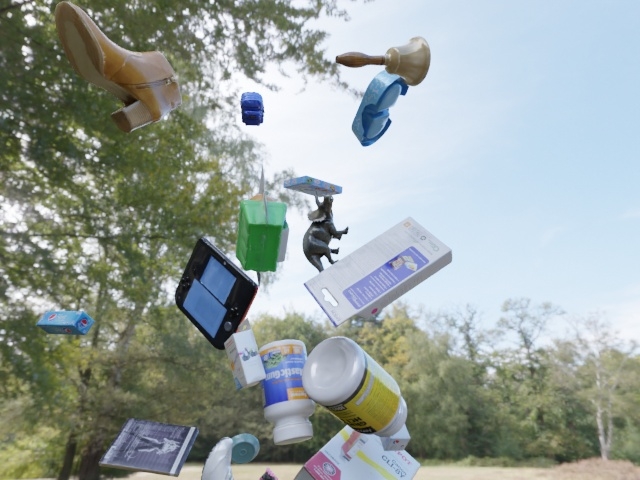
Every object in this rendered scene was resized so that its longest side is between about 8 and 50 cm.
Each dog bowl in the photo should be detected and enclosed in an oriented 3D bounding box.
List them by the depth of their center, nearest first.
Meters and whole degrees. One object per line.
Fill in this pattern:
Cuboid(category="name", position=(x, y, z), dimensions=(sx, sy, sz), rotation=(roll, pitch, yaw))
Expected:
Cuboid(category="dog bowl", position=(0.204, -0.471, 1.522), dimensions=(0.166, 0.074, 0.297), rotation=(-30, -23, -36))

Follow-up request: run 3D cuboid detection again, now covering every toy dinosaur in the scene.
Cuboid(category="toy dinosaur", position=(0.000, 0.000, 1.498), dimensions=(0.161, 0.313, 0.121), rotation=(19, -7, -11))

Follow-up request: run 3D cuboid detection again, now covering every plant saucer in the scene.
Cuboid(category="plant saucer", position=(-0.269, 0.727, 1.480), dimensions=(0.120, 0.119, 0.021), rotation=(8, 10, -17))

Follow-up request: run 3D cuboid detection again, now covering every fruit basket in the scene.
Cuboid(category="fruit basket", position=(-0.198, -0.064, 1.490), dimensions=(0.166, 0.353, 0.326), rotation=(6, -60, -8))

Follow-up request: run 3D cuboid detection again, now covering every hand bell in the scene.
Cuboid(category="hand bell", position=(0.146, -0.462, 1.095), dimensions=(0.242, 0.126, 0.126), rotation=(-9, -20, -25))

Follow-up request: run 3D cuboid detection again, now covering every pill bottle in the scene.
Cuboid(category="pill bottle", position=(0.111, 0.431, 1.216), dimensions=(0.188, 0.187, 0.334), rotation=(-17, -48, 32))
Cuboid(category="pill bottle", position=(-0.098, 0.447, 1.268), dimensions=(0.153, 0.271, 0.152), rotation=(-9, -32, -6))

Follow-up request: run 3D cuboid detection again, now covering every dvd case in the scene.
Cuboid(category="dvd case", position=(-0.488, 0.594, 1.238), dimensions=(0.222, 0.164, 0.018), rotation=(7, -69, 2))

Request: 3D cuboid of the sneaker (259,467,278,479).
Cuboid(category="sneaker", position=(-0.165, 0.790, 1.393), dimensions=(0.057, 0.047, 0.119), rotation=(-32, 8, -26))

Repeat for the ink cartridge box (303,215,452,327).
Cuboid(category="ink cartridge box", position=(0.154, 0.087, 1.155), dimensions=(0.371, 0.175, 0.069), rotation=(-30, -43, -13))

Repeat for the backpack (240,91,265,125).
Cuboid(category="backpack", position=(-0.264, -0.514, 1.676), dimensions=(0.098, 0.101, 0.120), rotation=(-5, -35, -11))

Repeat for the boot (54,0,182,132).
Cuboid(category="boot", position=(-0.457, -0.421, 1.009), dimensions=(0.104, 0.211, 0.294), rotation=(0, -52, 27))

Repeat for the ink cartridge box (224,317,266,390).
Cuboid(category="ink cartridge box", position=(-0.223, 0.324, 1.226), dimensions=(0.062, 0.181, 0.104), rotation=(-8, -23, -32))

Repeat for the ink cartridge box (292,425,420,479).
Cuboid(category="ink cartridge box", position=(0.119, 0.791, 1.421), dimensions=(0.385, 0.279, 0.160), rotation=(-11, -47, -56))

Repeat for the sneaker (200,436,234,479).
Cuboid(category="sneaker", position=(-0.298, 0.754, 1.287), dimensions=(0.130, 0.296, 0.111), rotation=(6, -21, 8))

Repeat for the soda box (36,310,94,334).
Cuboid(category="soda box", position=(-0.988, 0.319, 1.658), dimensions=(0.210, 0.067, 0.071), rotation=(-3, -45, 23))

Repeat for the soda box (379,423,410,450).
Cuboid(category="soda box", position=(0.225, 0.595, 1.452), dimensions=(0.074, 0.216, 0.069), rotation=(8, -60, -17))

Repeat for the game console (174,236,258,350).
Cuboid(category="game console", position=(-0.443, 0.221, 1.767), dimensions=(0.060, 0.387, 0.341), rotation=(-5, -55, -55))

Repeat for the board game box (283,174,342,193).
Cuboid(category="board game box", position=(-0.033, -0.236, 1.899), dimensions=(0.212, 0.039, 0.160), rotation=(12, -10, -39))
